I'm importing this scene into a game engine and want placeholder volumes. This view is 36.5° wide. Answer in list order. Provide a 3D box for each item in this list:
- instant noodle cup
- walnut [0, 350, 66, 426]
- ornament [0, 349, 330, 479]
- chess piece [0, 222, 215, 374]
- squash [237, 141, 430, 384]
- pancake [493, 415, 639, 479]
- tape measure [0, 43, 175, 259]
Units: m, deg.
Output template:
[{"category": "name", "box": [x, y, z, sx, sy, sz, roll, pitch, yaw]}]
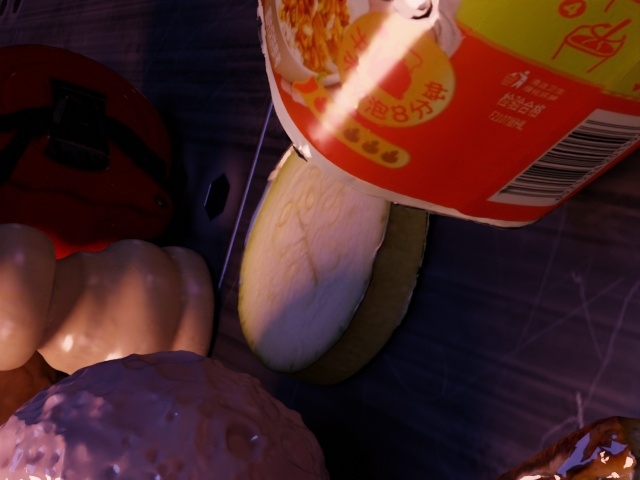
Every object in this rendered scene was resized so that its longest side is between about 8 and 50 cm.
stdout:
[{"category": "instant noodle cup", "box": [0.121, -0.174, 0.475, 0.308, 0.294, 0.294, -49, 40, 43]}, {"category": "walnut", "box": [-0.410, 0.210, 1.048, 0.344, 0.306, 0.306, -3, 74, 58]}, {"category": "ornament", "box": [-0.104, 0.203, 0.646, 0.259, 0.225, 0.259, 2, 93, 31]}, {"category": "chess piece", "box": [-0.262, 0.058, 0.878, 0.167, 0.300, 0.167, -29, 54, 49]}, {"category": "squash", "box": [0.004, 0.002, 0.756, 0.219, 0.041, 0.219, -36, 44, 46]}, {"category": "pancake", "box": [0.121, 0.192, 0.487, 0.257, 0.056, 0.212, -3, 81, 47]}, {"category": "tape measure", "box": [-0.278, -0.092, 1.004, 0.114, 0.253, 0.260, -49, 41, 37]}]
